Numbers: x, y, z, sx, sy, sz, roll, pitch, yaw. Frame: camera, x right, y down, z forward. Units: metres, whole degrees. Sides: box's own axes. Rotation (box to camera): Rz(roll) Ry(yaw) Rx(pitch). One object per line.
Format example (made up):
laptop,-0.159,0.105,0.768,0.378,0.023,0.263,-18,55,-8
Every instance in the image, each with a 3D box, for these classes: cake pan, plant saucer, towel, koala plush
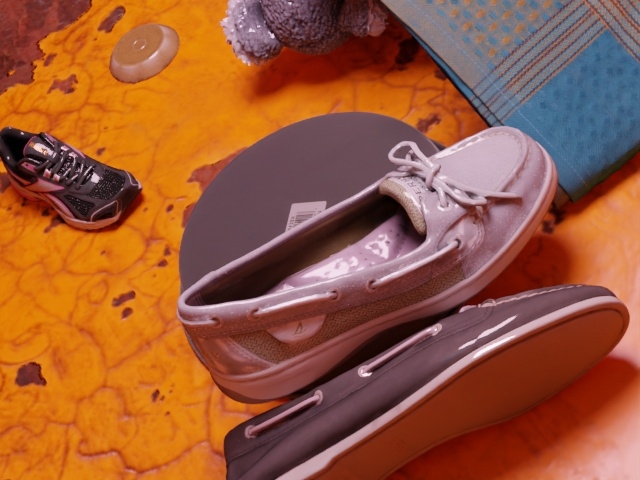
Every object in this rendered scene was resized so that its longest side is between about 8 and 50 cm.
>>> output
cake pan,0.000,0.000,1.277,0.293,0.054,0.293,-14,49,16
plant saucer,-0.191,-0.205,1.562,0.083,0.015,0.083,-13,49,16
towel,0.254,-0.240,1.231,0.370,0.040,0.271,-40,91,-3
koala plush,-0.009,-0.277,1.429,0.196,0.203,0.221,-6,64,23

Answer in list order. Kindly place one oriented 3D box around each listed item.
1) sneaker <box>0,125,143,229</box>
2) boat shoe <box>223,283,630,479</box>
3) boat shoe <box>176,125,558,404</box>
sneaker,-0.260,-0.067,1.442,0.178,0.077,0.072,14,62,33
boat shoe,0.070,0.109,1.115,0.335,0.112,0.095,-32,51,4
boat shoe,0.041,0.003,1.134,0.320,0.103,0.118,-31,40,-5
